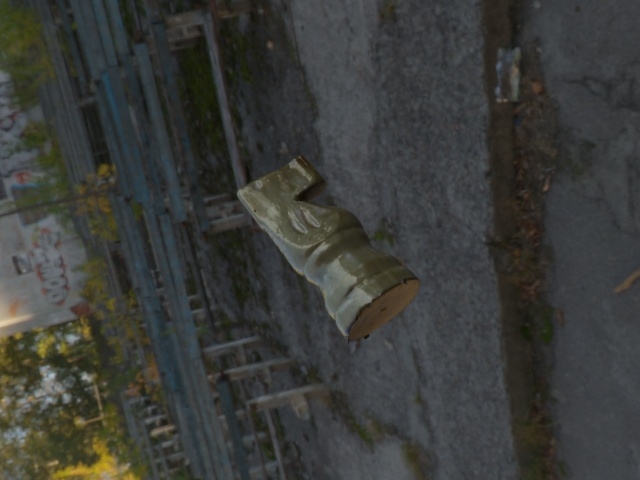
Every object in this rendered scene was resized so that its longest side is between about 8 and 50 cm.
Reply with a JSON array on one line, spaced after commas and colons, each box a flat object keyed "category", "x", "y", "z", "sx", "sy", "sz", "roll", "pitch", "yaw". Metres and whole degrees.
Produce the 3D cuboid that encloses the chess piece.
[{"category": "chess piece", "x": 0.000, "y": 0.000, "z": 0.998, "sx": 0.301, "sy": 0.137, "sz": 0.137, "roll": 47, "pitch": 155, "yaw": 24}]
